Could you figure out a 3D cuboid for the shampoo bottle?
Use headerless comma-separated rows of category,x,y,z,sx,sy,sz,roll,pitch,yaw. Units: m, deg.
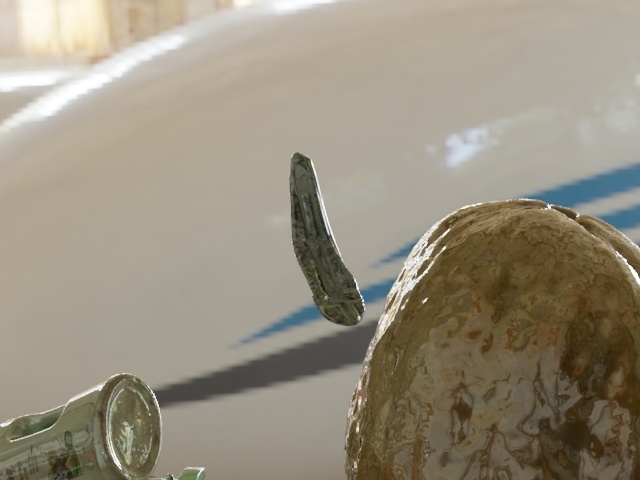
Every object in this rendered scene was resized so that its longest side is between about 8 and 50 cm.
shampoo bottle,-0.272,0.222,1.665,0.234,0.118,0.087,-23,-37,33

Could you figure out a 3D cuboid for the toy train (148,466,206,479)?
toy train,-0.224,0.333,2.037,0.178,0.104,0.071,1,12,12

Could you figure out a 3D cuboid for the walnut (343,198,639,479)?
walnut,0.136,0.112,1.094,0.227,0.283,0.283,11,0,-35

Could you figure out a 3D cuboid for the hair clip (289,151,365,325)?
hair clip,-0.001,0.002,1.962,0.066,0.229,0.036,-7,-22,-25
